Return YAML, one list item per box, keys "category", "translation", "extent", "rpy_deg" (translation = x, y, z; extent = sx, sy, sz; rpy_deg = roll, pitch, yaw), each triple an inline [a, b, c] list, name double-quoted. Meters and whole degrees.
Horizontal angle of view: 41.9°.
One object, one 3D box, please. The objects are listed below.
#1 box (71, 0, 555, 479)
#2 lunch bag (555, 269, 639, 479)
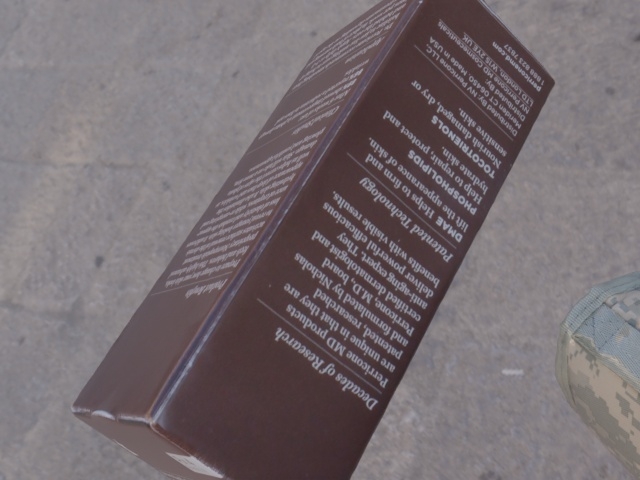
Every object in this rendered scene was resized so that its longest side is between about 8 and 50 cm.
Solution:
- category: "box"
  translation: [0.000, 0.000, 0.611]
  extent: [0.381, 0.143, 0.191]
  rpy_deg: [-57, 19, -23]
- category: "lunch bag"
  translation: [0.289, 0.137, 0.478]
  extent: [0.169, 0.287, 0.235]
  rpy_deg: [-51, 41, 9]
